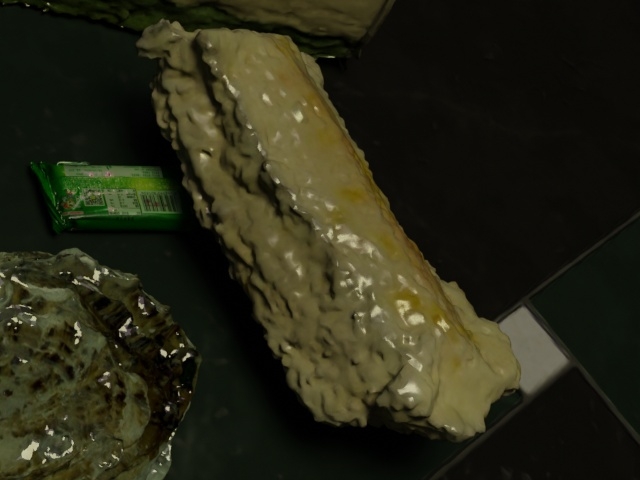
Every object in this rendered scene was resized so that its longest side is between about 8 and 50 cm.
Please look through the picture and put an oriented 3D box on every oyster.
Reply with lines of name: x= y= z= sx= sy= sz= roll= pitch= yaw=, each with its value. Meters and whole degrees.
oyster: x=-0.137 y=0.066 z=0.637 sx=0.177 sy=0.064 sz=0.125 roll=16 pitch=69 yaw=-31

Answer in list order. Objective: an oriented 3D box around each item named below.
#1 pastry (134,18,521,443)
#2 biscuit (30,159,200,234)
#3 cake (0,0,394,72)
pastry: x=0.003 y=-0.003 z=0.727 sx=0.121 sy=0.089 sz=0.258 roll=-20 pitch=76 yaw=-49
biscuit: x=-0.106 y=-0.023 z=0.732 sx=0.089 sy=0.016 sz=0.046 roll=0 pitch=60 yaw=-29
cake: x=-0.096 y=-0.220 z=0.778 sx=0.283 sy=0.158 sz=0.172 roll=4 pitch=58 yaw=-22
